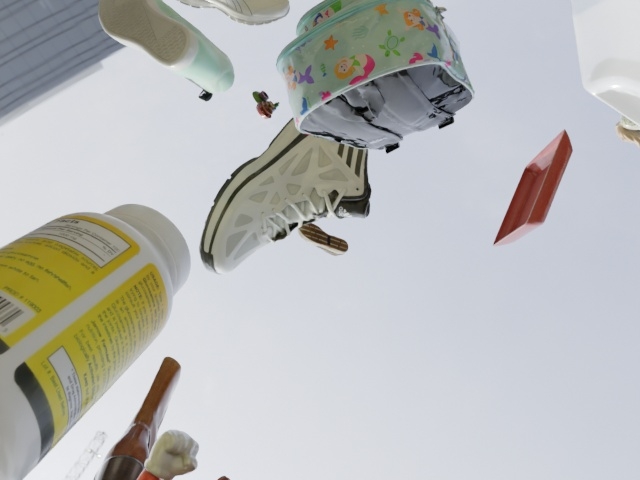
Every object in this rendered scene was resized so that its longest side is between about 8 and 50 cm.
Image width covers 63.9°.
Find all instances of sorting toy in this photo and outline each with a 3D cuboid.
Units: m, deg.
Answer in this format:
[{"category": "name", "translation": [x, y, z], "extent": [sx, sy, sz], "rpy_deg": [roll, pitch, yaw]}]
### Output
[{"category": "sorting toy", "translation": [-0.135, -0.350, 1.304], "extent": [0.042, 0.061, 0.101], "rpy_deg": [-34, -130, 24]}]

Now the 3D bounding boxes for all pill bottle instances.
[{"category": "pill bottle", "translation": [-0.283, 0.083, 0.558], "extent": [0.188, 0.187, 0.334], "rpy_deg": [9, -154, 13]}]

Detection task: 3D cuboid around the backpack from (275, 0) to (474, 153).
[{"category": "backpack", "translation": [0.068, -0.226, 0.682], "extent": [0.225, 0.254, 0.190], "rpy_deg": [-19, -91, 29]}]

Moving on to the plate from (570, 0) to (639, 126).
[{"category": "plate", "translation": [0.297, -0.078, 0.341], "extent": [0.277, 0.278, 0.045], "rpy_deg": [46, -69, 22]}]

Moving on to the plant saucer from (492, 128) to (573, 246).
[{"category": "plant saucer", "translation": [0.539, -0.114, 1.296], "extent": [0.048, 0.258, 0.258], "rpy_deg": [26, -101, 7]}]

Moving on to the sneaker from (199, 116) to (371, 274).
[{"category": "sneaker", "translation": [-0.044, -0.079, 1.101], "extent": [0.258, 0.169, 0.447], "rpy_deg": [27, -114, 21]}]

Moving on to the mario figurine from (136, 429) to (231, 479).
[{"category": "mario figurine", "translation": [-0.208, 0.323, 0.552], "extent": [0.321, 0.170, 0.197], "rpy_deg": [-4, -100, -19]}]

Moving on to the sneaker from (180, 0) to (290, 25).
[{"category": "sneaker", "translation": [-0.217, -0.618, 1.253], "extent": [0.298, 0.129, 0.110], "rpy_deg": [13, -136, -9]}]

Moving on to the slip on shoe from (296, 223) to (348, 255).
[{"category": "slip on shoe", "translation": [0.000, 0.000, 1.202], "extent": [0.136, 0.041, 0.051], "rpy_deg": [21, -124, -23]}]

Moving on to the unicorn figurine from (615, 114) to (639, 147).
[{"category": "unicorn figurine", "translation": [0.449, -0.200, 0.687], "extent": [0.060, 0.161, 0.111], "rpy_deg": [-15, -137, -44]}]

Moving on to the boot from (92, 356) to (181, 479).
[{"category": "boot", "translation": [-0.329, 0.373, 0.866], "extent": [0.096, 0.263, 0.280], "rpy_deg": [16, -156, -8]}]

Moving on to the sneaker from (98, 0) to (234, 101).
[{"category": "sneaker", "translation": [-0.247, -0.321, 0.834], "extent": [0.256, 0.151, 0.094], "rpy_deg": [44, -80, 25]}]
